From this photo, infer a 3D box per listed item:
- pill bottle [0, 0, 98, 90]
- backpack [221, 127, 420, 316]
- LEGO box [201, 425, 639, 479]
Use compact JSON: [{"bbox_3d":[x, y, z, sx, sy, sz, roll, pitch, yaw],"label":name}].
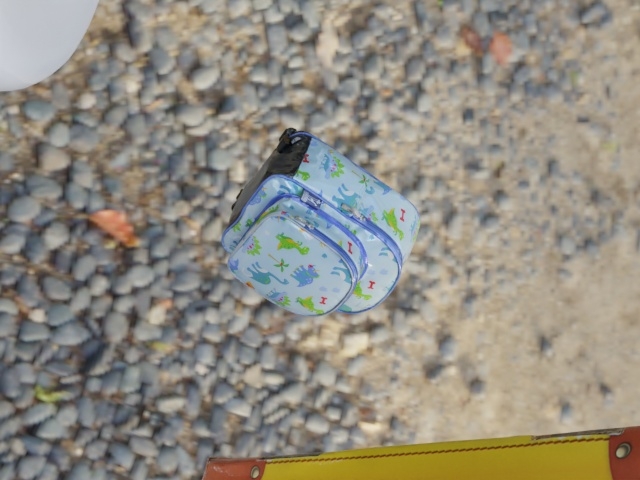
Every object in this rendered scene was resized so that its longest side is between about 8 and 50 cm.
[{"bbox_3d":[-0.260,-0.168,0.525,0.334,0.188,0.187,7,87,8],"label":"pill bottle"},{"bbox_3d":[0.000,0.000,0.891,0.114,0.105,0.084,29,50,-11],"label":"backpack"},{"bbox_3d":[0.041,0.355,0.638,0.193,0.372,0.500,39,57,-31],"label":"LEGO box"}]
